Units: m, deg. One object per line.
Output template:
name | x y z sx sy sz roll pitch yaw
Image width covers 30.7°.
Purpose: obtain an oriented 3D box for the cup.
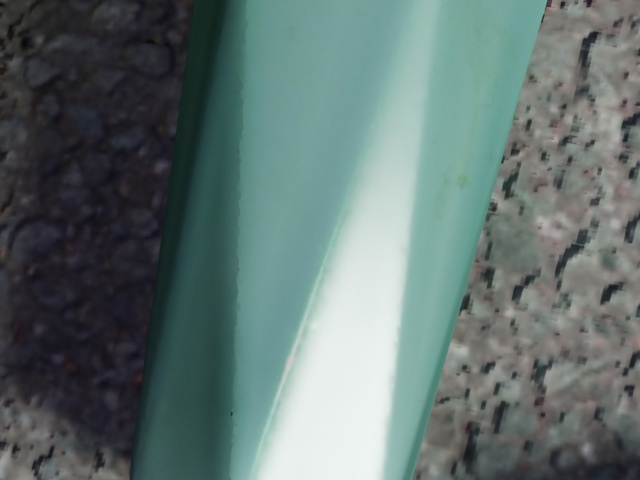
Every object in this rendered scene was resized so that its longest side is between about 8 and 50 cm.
cup | 0.000 0.000 0.472 0.134 0.148 0.235 4 81 44
